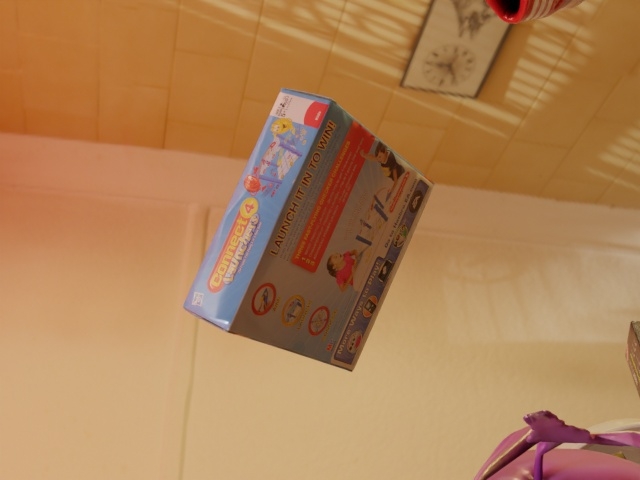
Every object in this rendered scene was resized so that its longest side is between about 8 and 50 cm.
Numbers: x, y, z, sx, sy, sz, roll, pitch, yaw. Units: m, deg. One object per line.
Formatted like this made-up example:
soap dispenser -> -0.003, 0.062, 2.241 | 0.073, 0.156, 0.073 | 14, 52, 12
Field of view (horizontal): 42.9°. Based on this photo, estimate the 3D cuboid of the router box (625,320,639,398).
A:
router box -> 0.311, 0.114, 0.675 | 0.092, 0.038, 0.122 | 3, -156, 9

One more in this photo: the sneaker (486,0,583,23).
sneaker -> 0.177, -0.271, 0.623 | 0.087, 0.221, 0.128 | 20, -140, 34

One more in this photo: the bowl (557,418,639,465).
bowl -> 0.387, 0.344, 1.026 | 0.298, 0.298, 0.134 | 20, -170, -1

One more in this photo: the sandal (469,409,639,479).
sandal -> 0.156, 0.152, 0.481 | 0.169, 0.416, 0.102 | -5, -94, 11

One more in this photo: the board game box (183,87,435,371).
board game box -> 0.000, 0.000, 1.103 | 0.086, 0.302, 0.308 | 22, -95, 37

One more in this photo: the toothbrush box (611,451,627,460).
toothbrush box -> 0.258, 0.347, 0.628 | 0.206, 0.122, 0.283 | 53, -161, -28
